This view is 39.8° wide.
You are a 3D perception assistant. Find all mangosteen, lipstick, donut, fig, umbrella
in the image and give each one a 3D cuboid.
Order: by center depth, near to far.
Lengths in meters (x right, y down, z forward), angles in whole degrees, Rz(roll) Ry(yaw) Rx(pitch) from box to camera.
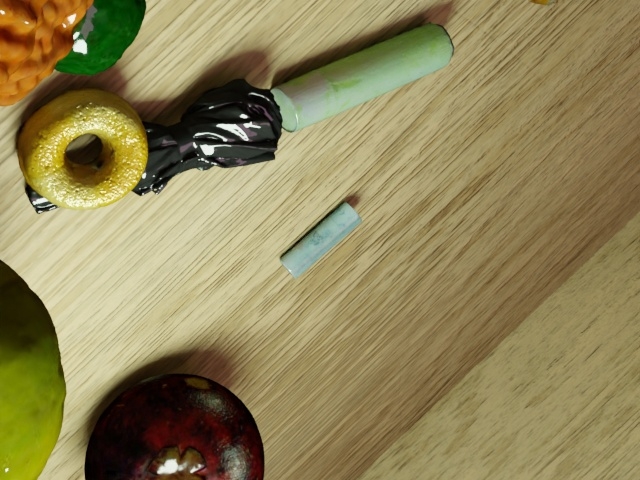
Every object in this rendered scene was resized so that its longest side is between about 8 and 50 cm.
[{"bbox_3d":[-0.445,0.167,0.922,0.343,0.343,0.343,-31,149,-21],"label":"fig"},{"bbox_3d":[-0.270,-0.099,1.017,0.151,0.058,0.152,-8,112,-19],"label":"donut"},{"bbox_3d":[-0.204,-0.111,1.124,0.340,0.118,0.118,-23,146,-17],"label":"umbrella"},{"bbox_3d":[0.067,-0.242,1.300,0.304,0.076,0.076,-28,148,-26],"label":"lipstick"},{"bbox_3d":[-0.250,0.381,1.534,0.306,0.306,0.359,-38,-177,-9],"label":"mangosteen"},{"bbox_3d":[0.000,0.000,1.564,0.158,0.048,0.048,-41,151,-4],"label":"lipstick"}]

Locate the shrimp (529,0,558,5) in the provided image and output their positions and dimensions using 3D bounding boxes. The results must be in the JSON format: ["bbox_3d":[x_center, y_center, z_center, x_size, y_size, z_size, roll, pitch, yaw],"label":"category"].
[{"bbox_3d":[0.401,-0.505,1.389,0.164,0.062,0.317,-23,148,-27],"label":"shrimp"}]

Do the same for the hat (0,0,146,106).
[{"bbox_3d":[-0.314,-0.207,0.737,0.285,0.285,0.400,-44,171,1],"label":"hat"}]
